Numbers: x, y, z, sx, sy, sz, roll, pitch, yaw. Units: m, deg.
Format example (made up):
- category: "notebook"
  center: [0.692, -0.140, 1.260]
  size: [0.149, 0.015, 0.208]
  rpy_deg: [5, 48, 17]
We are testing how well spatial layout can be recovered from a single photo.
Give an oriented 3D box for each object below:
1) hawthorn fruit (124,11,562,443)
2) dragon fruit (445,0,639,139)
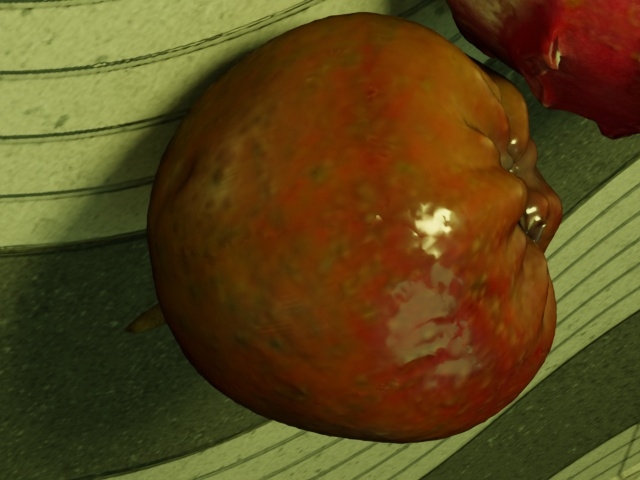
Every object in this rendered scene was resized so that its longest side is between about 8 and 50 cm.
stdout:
- category: "hawthorn fruit"
  center: [0.000, 0.000, 1.093]
  size: [0.298, 0.277, 0.277]
  rpy_deg: [-20, 158, 18]
- category: "dragon fruit"
  center: [0.268, -0.201, 1.066]
  size: [0.386, 0.249, 0.371]
  rpy_deg: [-46, 157, 28]
